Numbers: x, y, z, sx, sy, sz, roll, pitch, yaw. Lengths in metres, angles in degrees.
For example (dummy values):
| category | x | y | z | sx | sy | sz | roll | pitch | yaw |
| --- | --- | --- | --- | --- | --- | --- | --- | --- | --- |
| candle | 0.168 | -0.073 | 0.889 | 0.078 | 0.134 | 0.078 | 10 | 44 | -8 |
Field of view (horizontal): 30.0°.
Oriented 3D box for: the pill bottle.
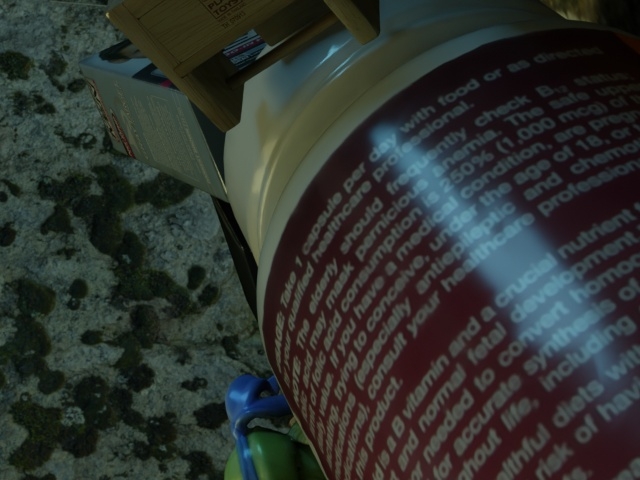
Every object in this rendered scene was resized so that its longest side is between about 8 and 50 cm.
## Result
| category | x | y | z | sx | sy | sz | roll | pitch | yaw |
| --- | --- | --- | --- | --- | --- | --- | --- | --- | --- |
| pill bottle | 0.107 | 0.053 | 0.459 | 0.392 | 0.224 | 0.224 | -122 | 11 | -49 |

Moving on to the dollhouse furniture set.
| category | x | y | z | sx | sy | sz | roll | pitch | yaw |
| --- | --- | --- | --- | --- | --- | --- | --- | --- | --- |
| dollhouse furniture set | -0.007 | -0.167 | 0.486 | 0.129 | 0.184 | 0.129 | 45 | -152 | -31 |

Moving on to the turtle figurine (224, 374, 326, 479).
| category | x | y | z | sx | sy | sz | roll | pitch | yaw |
| --- | --- | --- | --- | --- | --- | --- | --- | --- | --- |
| turtle figurine | 0.099 | 0.154 | 0.667 | 0.198 | 0.266 | 0.274 | 76 | 169 | -55 |

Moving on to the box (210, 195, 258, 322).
| category | x | y | z | sx | sy | sz | roll | pitch | yaw |
| --- | --- | --- | --- | --- | --- | --- | --- | --- | --- |
| box | 0.000 | 0.000 | 1.259 | 0.261 | 0.184 | 0.103 | 77 | 168 | -59 |

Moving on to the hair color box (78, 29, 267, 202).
| category | x | y | z | sx | sy | sz | roll | pitch | yaw |
| --- | --- | --- | --- | --- | --- | --- | --- | --- | --- |
| hair color box | -0.099 | -0.155 | 1.207 | 0.374 | 0.185 | 0.113 | 24 | 139 | 62 |
